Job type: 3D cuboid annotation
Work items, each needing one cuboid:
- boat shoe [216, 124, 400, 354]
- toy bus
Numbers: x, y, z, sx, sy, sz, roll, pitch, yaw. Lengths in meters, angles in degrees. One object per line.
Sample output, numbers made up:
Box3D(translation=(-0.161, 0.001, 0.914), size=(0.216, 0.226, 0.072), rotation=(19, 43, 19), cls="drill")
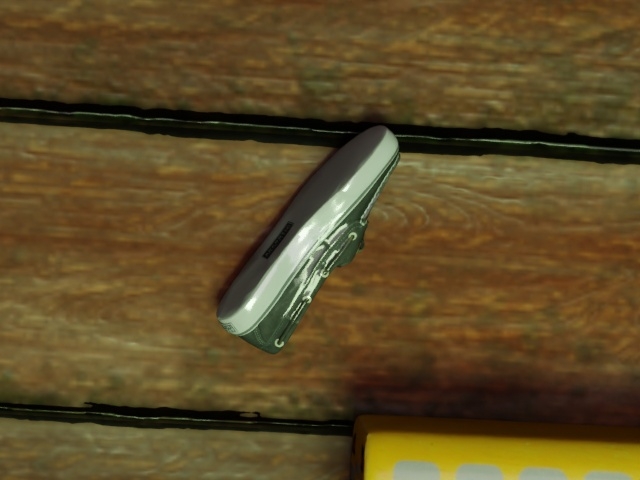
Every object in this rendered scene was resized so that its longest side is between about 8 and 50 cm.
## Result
Box3D(translation=(0.000, 0.000, 1.007), size=(0.040, 0.049, 0.142), rotation=(39, 91, -23), cls="boat shoe")
Box3D(translation=(0.183, 0.169, 0.990), size=(0.333, 0.108, 0.130), rotation=(3, 90, -3), cls="toy bus")
